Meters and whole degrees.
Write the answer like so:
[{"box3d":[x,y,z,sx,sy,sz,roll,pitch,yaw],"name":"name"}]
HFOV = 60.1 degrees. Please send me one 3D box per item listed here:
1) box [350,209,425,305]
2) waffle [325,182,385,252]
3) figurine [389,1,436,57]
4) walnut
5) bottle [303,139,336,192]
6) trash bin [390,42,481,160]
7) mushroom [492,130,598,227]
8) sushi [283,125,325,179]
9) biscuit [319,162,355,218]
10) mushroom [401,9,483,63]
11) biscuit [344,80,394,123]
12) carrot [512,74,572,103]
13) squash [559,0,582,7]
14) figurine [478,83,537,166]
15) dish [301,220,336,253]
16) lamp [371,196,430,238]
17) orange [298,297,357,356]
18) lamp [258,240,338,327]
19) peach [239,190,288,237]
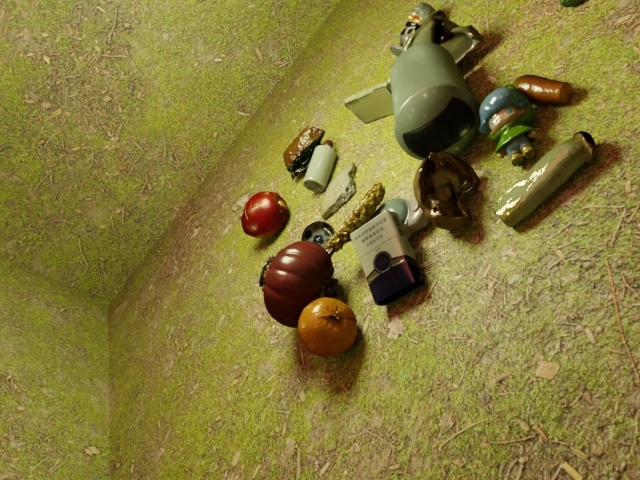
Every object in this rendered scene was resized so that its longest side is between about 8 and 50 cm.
[{"box3d":[0.206,0.056,1.729,0.168,0.071,0.260,-35,59,30],"name":"box"},{"box3d":[0.137,-0.085,1.927,0.260,0.069,0.293,-49,3,34],"name":"waffle"},{"box3d":[0.408,-0.899,2.388,0.237,0.132,0.176,-59,12,6],"name":"figurine"},{"box3d":[0.363,-0.147,1.683,0.141,0.203,0.238,-48,17,57],"name":"walnut"},{"box3d":[0.005,-0.336,2.430,0.104,0.104,0.245,-13,51,48],"name":"bottle"},{"box3d":[0.378,-0.472,1.889,0.280,0.280,0.432,-36,33,28],"name":"trash bin"},{"box3d":[0.597,-0.164,1.478,0.312,0.081,0.100,-44,27,21],"name":"mushroom"},{"box3d":[-0.061,-0.415,2.565,0.287,0.149,0.140,-43,67,23],"name":"sushi"},{"box3d":[0.075,-0.205,2.273,0.188,0.040,0.266,7,66,58],"name":"biscuit"},{"box3d":[0.434,-0.734,2.077,0.292,0.217,0.212,-39,16,40],"name":"mushroom"},{"box3d":[0.229,-0.575,2.302,0.252,0.150,0.052,-8,55,51],"name":"biscuit"},{"box3d":[0.658,-0.453,1.663,0.087,0.087,0.193,-53,30,3],"name":"carrot"},{"box3d":[0.868,-0.824,1.742,0.238,0.069,0.069,-30,39,36],"name":"squash"},{"box3d":[0.563,-0.342,1.651,0.162,0.143,0.264,-39,51,40],"name":"figurine"},{"box3d":[0.000,0.000,2.150,0.140,0.078,0.141,-2,79,11],"name":"dish"},{"box3d":[0.254,-0.070,1.834,0.246,0.107,0.180,-25,46,39],"name":"lamp"},{"box3d":[0.025,0.271,1.741,0.161,0.193,0.194,-36,33,57],"name":"orange"},{"box3d":[-0.075,0.150,1.909,0.256,0.303,0.303,18,70,13],"name":"lamp"},{"box3d":[-0.261,-0.115,2.509,0.226,0.196,0.190,-39,1,21],"name":"peach"}]
